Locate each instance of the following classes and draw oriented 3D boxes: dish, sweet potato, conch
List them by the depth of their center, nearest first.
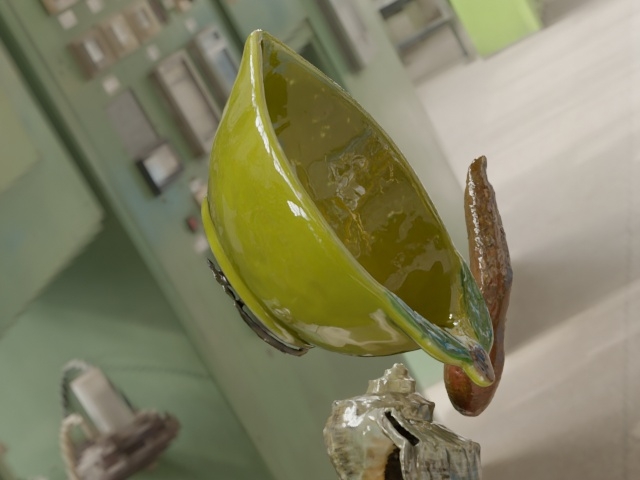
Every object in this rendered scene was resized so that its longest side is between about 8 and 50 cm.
[{"bbox_3d":[0.000,0.000,0.730,0.080,0.207,0.149,-36,-12,23],"label":"dish"},{"bbox_3d":[0.061,0.197,1.154,0.130,0.207,0.155,1,-12,13],"label":"conch"},{"bbox_3d":[0.127,0.040,1.186,0.050,0.214,0.050,4,9,-1],"label":"sweet potato"}]
